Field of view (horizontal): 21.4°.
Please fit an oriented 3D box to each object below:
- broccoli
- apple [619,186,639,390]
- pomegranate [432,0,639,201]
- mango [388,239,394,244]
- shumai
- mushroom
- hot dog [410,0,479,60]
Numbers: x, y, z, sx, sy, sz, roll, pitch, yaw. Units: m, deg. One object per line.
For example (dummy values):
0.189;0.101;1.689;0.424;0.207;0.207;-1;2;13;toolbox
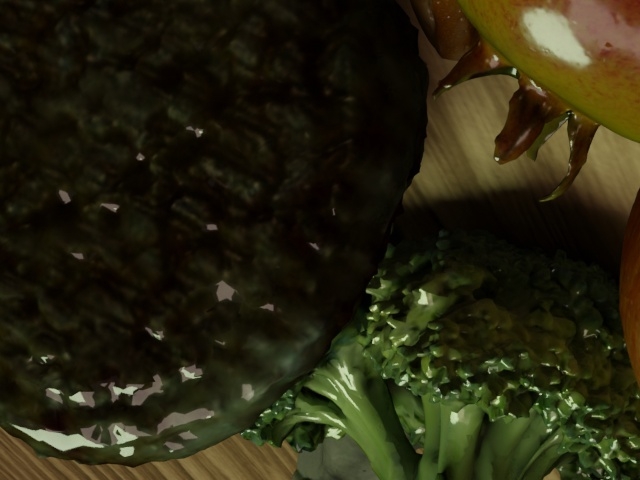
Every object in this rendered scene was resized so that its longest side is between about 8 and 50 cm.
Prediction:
0.101;0.119;1.288;0.375;0.302;0.249;5;130;17;broccoli
0.303;0.043;0.926;0.301;0.301;0.301;21;154;11;apple
0.155;-0.136;0.799;0.221;0.221;0.257;30;110;-8;pomegranate
0.000;0.000;1.407;0.161;0.076;0.103;28;150;-24;mango
-0.077;-0.036;1.149;0.395;0.395;0.348;16;175;21;shumai
0.065;0.181;1.663;0.109;0.097;0.351;30;152;-10;mushroom
0.082;-0.198;0.952;0.102;0.076;0.249;-17;148;2;hot dog
